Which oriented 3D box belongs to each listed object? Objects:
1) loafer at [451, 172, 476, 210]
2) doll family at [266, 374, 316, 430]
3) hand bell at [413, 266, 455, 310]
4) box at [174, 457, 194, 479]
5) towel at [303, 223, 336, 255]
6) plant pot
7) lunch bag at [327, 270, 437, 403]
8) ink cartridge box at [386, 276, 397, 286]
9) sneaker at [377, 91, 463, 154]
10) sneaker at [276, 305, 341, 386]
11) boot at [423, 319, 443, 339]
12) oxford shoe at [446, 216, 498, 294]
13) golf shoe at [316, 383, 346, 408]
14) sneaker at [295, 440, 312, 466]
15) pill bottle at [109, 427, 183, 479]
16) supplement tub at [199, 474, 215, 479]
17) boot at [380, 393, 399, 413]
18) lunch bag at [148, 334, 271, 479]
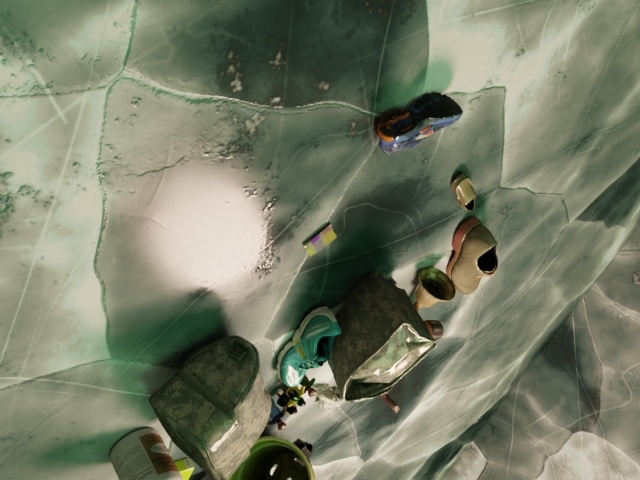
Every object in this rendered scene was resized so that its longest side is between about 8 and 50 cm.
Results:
[{"bbox_3d":[0.393,-0.129,1.647,0.056,0.050,0.148,-42,146,-1],"label":"loafer"},{"bbox_3d":[-0.091,0.464,1.764,0.076,0.111,0.193,16,116,-52],"label":"doll family"},{"bbox_3d":[0.301,0.203,1.899,0.126,0.126,0.242,-10,147,-38],"label":"hand bell"},{"bbox_3d":[-0.443,0.704,1.742,0.109,0.042,0.178,-1,128,-44],"label":"box"},{"bbox_3d":[0.000,0.000,1.437,0.083,0.009,0.060,-38,146,-5],"label":"towel"},{"bbox_3d":[-0.130,0.779,1.971,0.276,0.276,0.254,-41,158,-2],"label":"plant pot"},{"bbox_3d":[0.135,0.273,1.649,0.169,0.235,0.287,35,106,-33],"label":"lunch bag"},{"bbox_3d":[0.187,0.164,1.783,0.062,0.029,0.115,-25,142,-23],"label":"ink cartridge box"},{"bbox_3d":[0.212,-0.253,1.324,0.221,0.083,0.087,-22,155,-18],"label":"sneaker"},{"bbox_3d":[-0.032,0.305,1.650,0.107,0.110,0.275,-2,130,-43],"label":"sneaker"},{"bbox_3d":[0.213,0.335,1.934,0.280,0.096,0.264,0,156,-32],"label":"boot"},{"bbox_3d":[0.478,0.084,1.892,0.123,0.130,0.348,-33,145,-13],"label":"oxford shoe"},{"bbox_3d":[0.021,0.521,1.981,0.086,0.069,0.176,-40,145,8],"label":"golf shoe"},{"bbox_3d":[-0.056,0.765,2.181,0.089,0.051,0.170,-39,143,4],"label":"sneaker"},{"bbox_3d":[-0.408,0.585,1.479,0.131,0.229,0.131,-27,143,-22],"label":"pill bottle"},{"bbox_3d":[-0.361,0.812,1.885,0.106,0.106,0.198,-8,133,-40],"label":"supplement tub"},{"bbox_3d":[0.243,0.568,2.204,0.037,0.114,0.106,-36,146,-10],"label":"boot"},{"bbox_3d":[-0.235,0.392,1.459,0.256,0.212,0.305,-44,153,-27],"label":"lunch bag"}]
